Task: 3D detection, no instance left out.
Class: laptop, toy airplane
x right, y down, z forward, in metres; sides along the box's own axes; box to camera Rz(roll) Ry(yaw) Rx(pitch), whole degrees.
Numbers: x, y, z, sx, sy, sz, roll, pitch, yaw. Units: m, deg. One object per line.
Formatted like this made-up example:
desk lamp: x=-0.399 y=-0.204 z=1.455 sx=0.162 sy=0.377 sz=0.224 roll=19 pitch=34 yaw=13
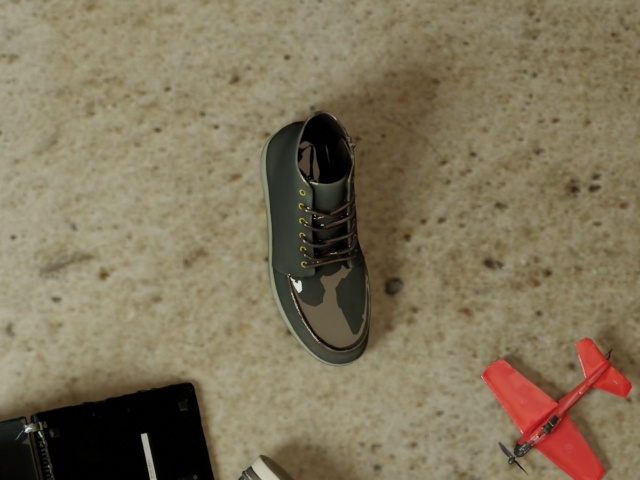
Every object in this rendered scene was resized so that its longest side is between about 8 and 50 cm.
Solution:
laptop: x=-0.224 y=0.264 z=1.660 sx=0.264 sy=0.137 sz=0.234 roll=-9 pitch=84 yaw=-40
toy airplane: x=0.225 y=0.153 z=1.770 sx=0.151 sy=0.028 sz=0.151 roll=2 pitch=83 yaw=-14

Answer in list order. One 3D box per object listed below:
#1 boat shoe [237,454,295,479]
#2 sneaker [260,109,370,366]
boat shoe: x=-0.005 y=0.279 z=1.664 sx=0.065 sy=0.075 sz=0.206 roll=-44 pitch=72 yaw=5
sneaker: x=0.000 y=0.000 z=1.693 sx=0.083 sy=0.118 sz=0.222 roll=-14 pitch=85 yaw=-14
